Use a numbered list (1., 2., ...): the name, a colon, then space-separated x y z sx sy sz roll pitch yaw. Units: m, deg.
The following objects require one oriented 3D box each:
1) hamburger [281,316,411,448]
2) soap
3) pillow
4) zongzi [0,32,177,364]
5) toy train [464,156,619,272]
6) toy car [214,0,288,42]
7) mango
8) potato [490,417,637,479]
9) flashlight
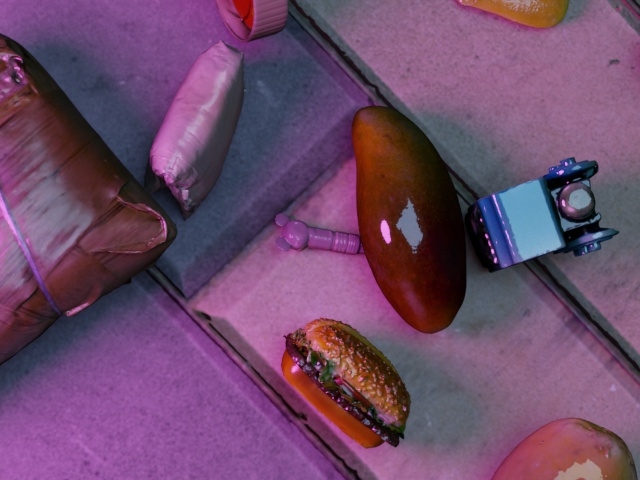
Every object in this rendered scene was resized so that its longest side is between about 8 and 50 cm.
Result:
1. hamburger: 0.034 0.153 1.807 0.166 0.137 0.087 42 95 -10
2. soap: 0.219 -0.305 1.991 0.168 0.033 0.089 10 75 -12
3. pillow: -0.131 -0.127 1.820 0.078 0.134 0.181 23 74 3
4. zongzi: -0.382 -0.013 1.726 0.360 0.160 0.323 -40 86 -11
5. toy train: 0.246 -0.024 1.872 0.154 0.198 0.107 -18 87 -2
6. toy car: -0.088 -0.328 1.830 0.145 0.235 0.235 -20 86 -17
7. mango: 0.098 -0.028 1.863 0.133 0.111 0.267 -6 78 -44
8. potato: 0.260 0.309 1.839 0.150 0.146 0.234 32 86 36
9. flashlight: 0.000 0.000 1.881 0.110 0.031 0.052 10 53 -17
